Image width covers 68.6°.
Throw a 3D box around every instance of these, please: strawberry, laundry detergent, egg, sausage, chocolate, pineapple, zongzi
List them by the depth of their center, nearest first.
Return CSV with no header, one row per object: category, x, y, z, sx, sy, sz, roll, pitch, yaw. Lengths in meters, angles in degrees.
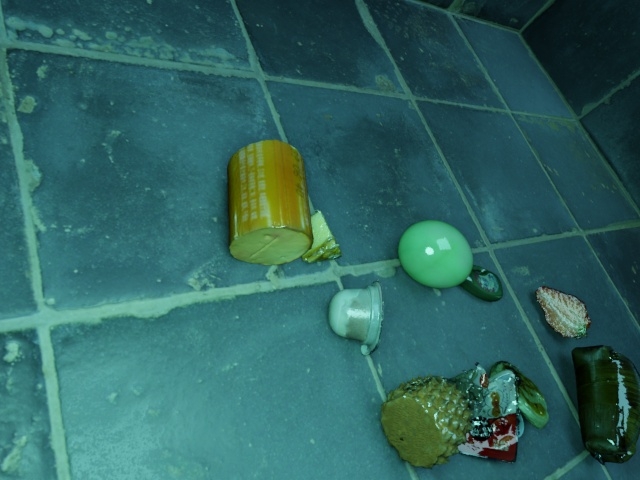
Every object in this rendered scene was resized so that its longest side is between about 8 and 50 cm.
pineapple,0.337,0.458,1.303,0.357,0.223,0.223,-14,70,-48
sausage,-0.145,-0.103,1.320,0.233,0.233,0.287,10,58,-28
chocolate,0.095,0.214,1.334,0.147,0.221,0.222,2,56,0
egg,0.387,0.048,1.572,0.269,0.220,0.221,24,51,-20
zongzi,1.097,0.638,1.698,0.432,0.207,0.404,36,52,-25
laundry detergent,0.573,0.147,1.741,0.210,0.063,0.137,19,51,-20
strawberry,0.969,0.292,1.887,0.175,0.107,0.236,-16,65,0

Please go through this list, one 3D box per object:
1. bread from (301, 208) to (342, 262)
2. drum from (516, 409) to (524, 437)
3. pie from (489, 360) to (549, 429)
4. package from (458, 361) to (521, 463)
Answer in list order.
bread,0.000,0.000,1.459,0.152,0.127,0.147,22,40,-64
drum,0.545,0.517,1.490,0.253,0.049,0.130,51,48,5
pie,0.647,0.494,1.528,0.240,0.054,0.241,31,26,-17
package,0.508,0.512,1.411,0.193,0.071,0.270,10,79,5
